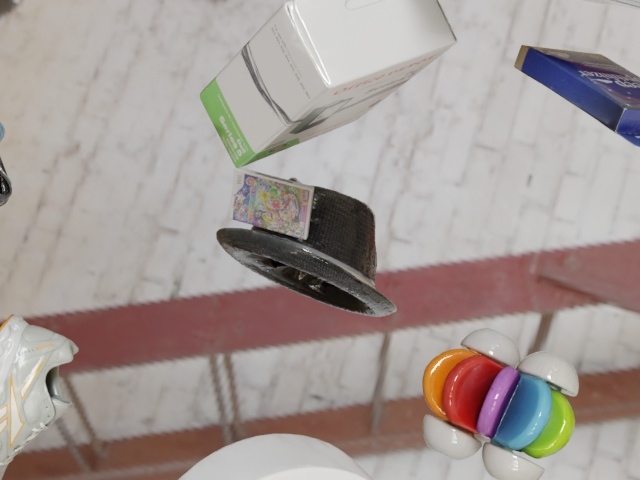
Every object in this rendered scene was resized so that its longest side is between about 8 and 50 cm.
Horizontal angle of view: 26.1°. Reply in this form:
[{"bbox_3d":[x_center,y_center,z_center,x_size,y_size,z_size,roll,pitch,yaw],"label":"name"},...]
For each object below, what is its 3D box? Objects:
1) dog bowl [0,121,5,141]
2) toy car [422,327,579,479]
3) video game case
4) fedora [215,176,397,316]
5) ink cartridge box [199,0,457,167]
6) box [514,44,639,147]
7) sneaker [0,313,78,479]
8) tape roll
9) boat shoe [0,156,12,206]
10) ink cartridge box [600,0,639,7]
[{"bbox_3d":[-0.487,-0.115,1.450,0.166,0.297,0.074,119,-18,-72],"label":"dog bowl"},{"bbox_3d":[0.200,0.185,1.589,0.159,0.182,0.136,-64,153,-8],"label":"toy car"},{"bbox_3d":[-0.072,-0.055,2.026,0.011,0.122,0.087,-56,158,-55],"label":"video game case"},{"bbox_3d":[0.000,0.000,2.195,0.334,0.334,0.153,64,48,-77],"label":"fedora"},{"bbox_3d":[0.004,-0.208,1.662,0.198,0.115,0.273,-24,176,-30],"label":"ink cartridge box"},{"bbox_3d":[0.346,-0.166,1.608,0.136,0.225,0.037,0,120,-36],"label":"box"},{"bbox_3d":[-0.398,0.238,1.829,0.099,0.121,0.263,-107,-146,-86],"label":"sneaker"},{"bbox_3d":[-0.044,0.349,1.438,0.100,0.286,0.286,-145,-113,-64],"label":"tape roll"},{"bbox_3d":[-0.502,-0.148,2.032,0.075,0.065,0.206,-23,96,-36],"label":"boat shoe"},{"bbox_3d":[0.243,-0.324,1.576,0.330,0.324,0.071,-131,-126,-70],"label":"ink cartridge box"}]
